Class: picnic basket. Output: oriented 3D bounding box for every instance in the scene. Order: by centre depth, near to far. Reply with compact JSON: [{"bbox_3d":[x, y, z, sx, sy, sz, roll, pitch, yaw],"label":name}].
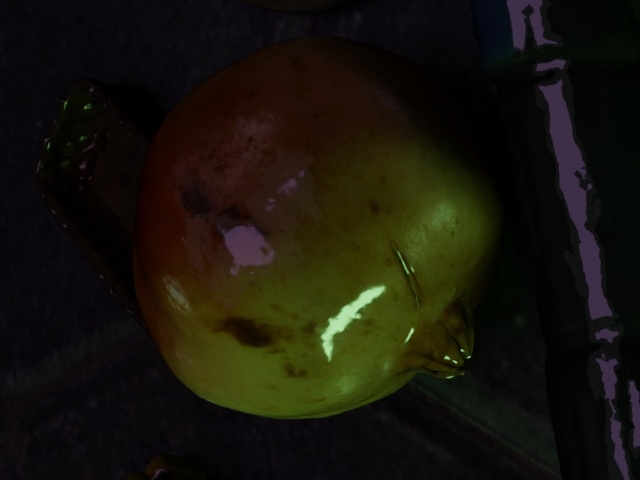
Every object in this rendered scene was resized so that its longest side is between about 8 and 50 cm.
[{"bbox_3d":[-0.118,-0.022,0.988,0.193,0.055,0.110,48,125,30],"label":"picnic basket"}]

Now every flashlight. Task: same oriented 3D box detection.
[{"bbox_3d":[0.125,-0.073,0.720,0.103,0.103,0.423,-14,85,44],"label":"flashlight"}]

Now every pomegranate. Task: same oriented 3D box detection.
[{"bbox_3d":[-0.003,-0.005,0.786,0.209,0.209,0.209,5,97,44],"label":"pomegranate"}]

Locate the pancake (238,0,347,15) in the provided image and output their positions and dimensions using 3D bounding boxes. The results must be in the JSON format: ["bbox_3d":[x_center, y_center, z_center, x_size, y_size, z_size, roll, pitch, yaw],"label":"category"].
[{"bbox_3d":[-0.021,-0.288,0.875,0.294,0.049,0.294,10,104,44],"label":"pancake"}]

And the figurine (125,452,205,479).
[{"bbox_3d":[-0.138,0.265,0.998,0.156,0.131,0.246,32,103,59],"label":"figurine"}]
